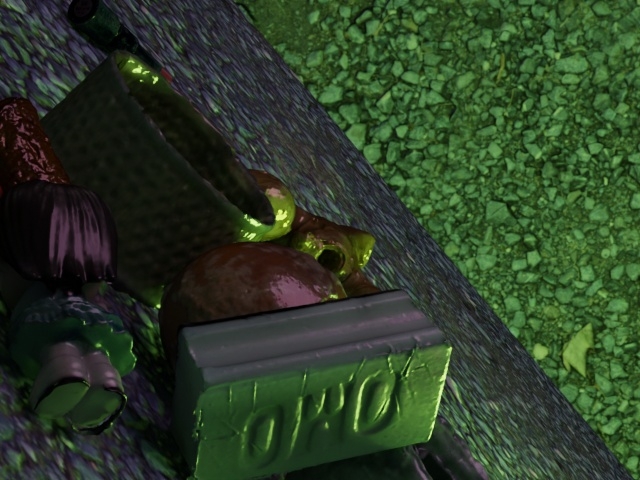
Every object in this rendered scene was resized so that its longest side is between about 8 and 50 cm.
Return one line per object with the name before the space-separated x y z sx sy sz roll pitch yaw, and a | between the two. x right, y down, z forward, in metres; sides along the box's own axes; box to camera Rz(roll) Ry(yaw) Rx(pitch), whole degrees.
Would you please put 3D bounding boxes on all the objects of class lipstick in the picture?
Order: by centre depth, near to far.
lipstick | -0.288 -0.284 2.450 0.053 0.053 0.234 58 8 33

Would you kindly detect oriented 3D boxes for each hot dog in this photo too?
hot dog | -0.288 -0.069 1.642 0.147 0.065 0.099 64 12 9

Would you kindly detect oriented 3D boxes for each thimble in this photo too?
thimble | 0.086 0.287 1.735 0.250 0.172 0.205 41 18 -31
thimble | -0.185 -0.062 1.800 0.271 0.150 0.271 46 11 -11

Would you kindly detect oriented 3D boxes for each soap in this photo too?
soap | -0.013 0.139 1.560 0.094 0.261 0.150 -128 -144 -47

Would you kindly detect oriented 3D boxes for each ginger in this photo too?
ginger | -0.021 0.004 2.431 0.363 0.122 0.348 35 5 -19

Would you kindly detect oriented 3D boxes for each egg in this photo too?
egg | -0.064 0.094 1.692 0.233 0.195 0.195 42 13 -53

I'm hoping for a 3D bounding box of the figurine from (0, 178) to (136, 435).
figurine | -0.228 0.044 1.413 0.138 0.110 0.245 20 34 -36
